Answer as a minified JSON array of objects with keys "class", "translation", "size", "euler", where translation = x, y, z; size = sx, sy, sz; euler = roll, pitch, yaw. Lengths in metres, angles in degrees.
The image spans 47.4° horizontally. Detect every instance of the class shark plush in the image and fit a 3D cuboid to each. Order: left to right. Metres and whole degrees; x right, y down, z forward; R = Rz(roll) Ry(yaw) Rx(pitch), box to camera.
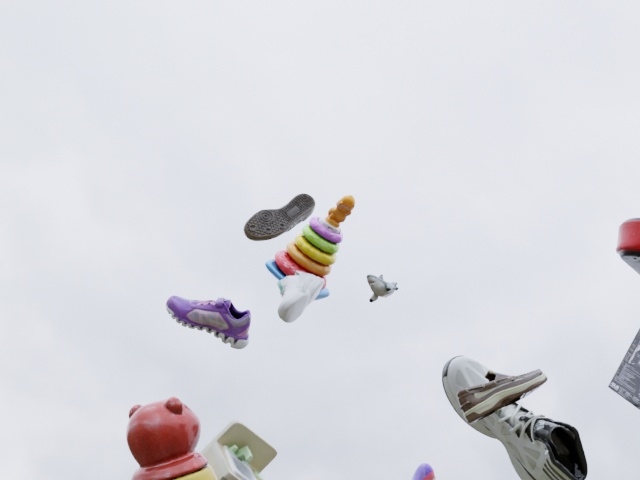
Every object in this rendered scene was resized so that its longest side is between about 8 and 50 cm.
[{"class":"shark plush","translation":[0.186,0.121,2.062],"size":[0.161,0.067,0.073],"euler":[-9,-25,-50]}]

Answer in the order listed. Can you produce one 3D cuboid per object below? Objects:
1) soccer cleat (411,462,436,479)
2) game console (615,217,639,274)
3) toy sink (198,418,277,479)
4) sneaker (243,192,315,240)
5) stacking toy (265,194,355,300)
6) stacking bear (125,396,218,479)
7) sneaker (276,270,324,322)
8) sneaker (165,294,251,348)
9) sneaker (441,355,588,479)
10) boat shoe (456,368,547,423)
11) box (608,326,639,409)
[{"class":"soccer cleat","translation":[0.276,0.793,2.196],"size":[0.083,0.248,0.095],"euler":[18,-2,45]},{"class":"game console","translation":[0.648,0.067,1.031],"size":[0.386,0.060,0.342],"euler":[14,-9,46]},{"class":"toy sink","translation":[-0.200,0.538,1.583],"size":[0.234,0.131,0.153],"euler":[-44,-60,-2]},{"class":"sneaker","translation":[-0.086,-0.033,1.509],"size":[0.066,0.188,0.071],"euler":[49,-39,16]},{"class":"stacking toy","translation":[0.000,0.000,1.970],"size":[0.302,0.165,0.175],"euler":[-57,-27,15]},{"class":"stacking bear","translation":[-0.218,0.384,1.105],"size":[0.175,0.289,0.164],"euler":[-20,-9,35]},{"class":"sneaker","translation":[-0.071,0.129,1.764],"size":[0.094,0.212,0.080],"euler":[30,-66,11]},{"class":"sneaker","translation":[-0.278,0.185,1.872],"size":[0.236,0.095,0.105],"euler":[24,-69,-6]},{"class":"sneaker","translation":[0.524,0.451,1.897],"size":[0.447,0.169,0.257],"euler":[48,-26,12]},{"class":"boat shoe","translation":[0.451,0.361,1.815],"size":[0.257,0.095,0.095],"euler":[-17,-26,-28]},{"class":"box","translation":[0.975,0.381,2.052],"size":[0.076,0.307,0.243],"euler":[24,-84,-15]}]
